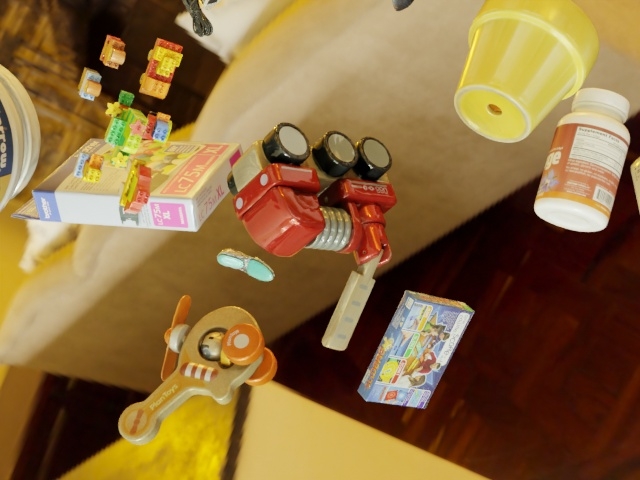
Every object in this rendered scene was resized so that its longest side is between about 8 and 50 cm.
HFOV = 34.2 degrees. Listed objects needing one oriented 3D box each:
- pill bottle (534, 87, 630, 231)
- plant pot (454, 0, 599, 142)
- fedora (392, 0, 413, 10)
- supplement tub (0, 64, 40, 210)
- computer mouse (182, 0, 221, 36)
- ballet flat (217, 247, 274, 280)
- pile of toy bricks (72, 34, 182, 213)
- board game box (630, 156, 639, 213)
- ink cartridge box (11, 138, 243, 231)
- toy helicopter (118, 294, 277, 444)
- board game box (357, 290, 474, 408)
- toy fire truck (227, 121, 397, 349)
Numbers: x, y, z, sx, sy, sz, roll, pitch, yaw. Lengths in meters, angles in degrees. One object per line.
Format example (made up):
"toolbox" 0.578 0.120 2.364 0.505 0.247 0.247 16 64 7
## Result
"pill bottle" 0.433 -0.132 1.697 0.121 0.121 0.216 -6 64 63
"plant pot" 0.388 -0.333 2.055 0.254 0.254 0.239 -17 36 58
"fedora" 0.091 -0.513 1.524 0.334 0.153 0.334 12 -90 -80
"supplement tub" -0.464 -0.096 1.116 0.228 0.228 0.316 -54 -4 20
"computer mouse" -0.181 -0.418 1.716 0.193 0.042 0.106 -27 83 64
"ballet flat" -0.137 0.041 1.965 0.041 0.114 0.041 20 -90 -86
"pile of toy bricks" -0.230 -0.137 1.244 0.105 0.118 0.212 44 117 58
"board game box" 0.451 0.036 1.160 0.053 0.193 0.305 -49 20 35
"ink cartridge box" -0.290 -0.089 1.555 0.311 0.065 0.186 2 31 20
"toy helicopter" -0.278 0.269 2.137 0.355 0.140 0.235 -42 60 -12
"board game box" 0.163 0.189 1.774 0.035 0.136 0.201 45 115 51
"toy fire truck" 0.000 0.000 1.348 0.158 0.217 0.246 -40 57 41
